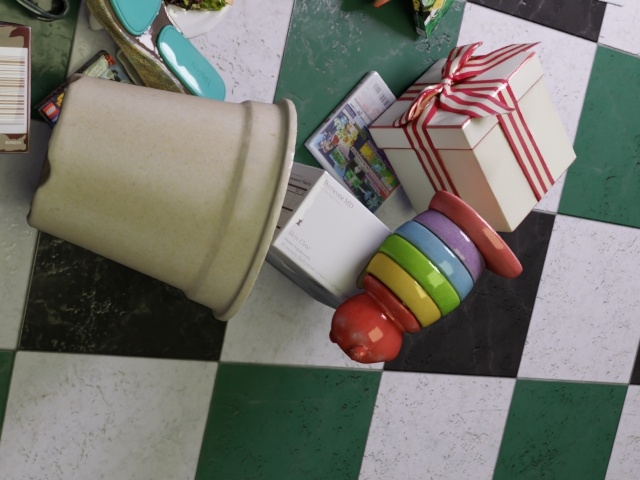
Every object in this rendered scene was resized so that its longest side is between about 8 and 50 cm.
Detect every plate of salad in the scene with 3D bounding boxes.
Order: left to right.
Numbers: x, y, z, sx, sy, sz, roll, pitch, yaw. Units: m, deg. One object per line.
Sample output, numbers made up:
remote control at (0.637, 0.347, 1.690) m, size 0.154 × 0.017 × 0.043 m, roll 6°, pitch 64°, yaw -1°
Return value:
plate of salad at (-0.209, -0.407, 1.593) m, size 0.200 × 0.048 × 0.199 m, roll -9°, pitch 107°, yaw -30°

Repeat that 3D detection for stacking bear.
stacking bear at (0.138, 0.075, 1.629) m, size 0.289 × 0.175 × 0.164 m, roll -44°, pitch 124°, yaw -7°

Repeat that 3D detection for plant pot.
plant pot at (-0.234, -0.085, 1.473) m, size 0.306 × 0.334 × 0.333 m, roll 16°, pitch 93°, yaw -16°

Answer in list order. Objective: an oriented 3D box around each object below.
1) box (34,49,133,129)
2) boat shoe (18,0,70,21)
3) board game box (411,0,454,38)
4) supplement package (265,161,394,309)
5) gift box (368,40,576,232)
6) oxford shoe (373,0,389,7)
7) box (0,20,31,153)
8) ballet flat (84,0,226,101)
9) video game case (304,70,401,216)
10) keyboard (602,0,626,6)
box at (-0.346, -0.207, 1.569) m, size 0.137 × 0.027 × 0.094 m, roll -44°, pitch 122°, yaw -15°
boat shoe at (-0.440, -0.401, 1.429) m, size 0.095 × 0.079 × 0.254 m, roll -41°, pitch 119°, yaw -8°
board game box at (0.243, -0.488, 1.826) m, size 0.259 × 0.030 × 0.136 m, roll -55°, pitch 164°, yaw -9°
supplement package at (0.000, 0.000, 1.734) m, size 0.262 × 0.204 × 0.145 m, roll 39°, pitch 80°, yaw -33°
gift box at (0.280, -0.190, 1.808) m, size 0.255 × 0.276 × 0.258 m, roll -49°, pitch 121°, yaw -31°
oxford shoe at (0.153, -0.515, 1.783) m, size 0.098 × 0.097 × 0.271 m, roll 38°, pitch 76°, yaw -13°
box at (-0.489, -0.208, 1.373) m, size 0.167 × 0.203 × 0.168 m, roll -4°, pitch 104°, yaw -31°
ballet flat at (-0.271, -0.310, 1.537) m, size 0.123 × 0.123 × 0.348 m, roll -46°, pitch 127°, yaw -14°
video game case at (0.089, -0.166, 1.858) m, size 0.183 × 0.023 × 0.201 m, roll -49°, pitch 123°, yaw -13°
keyboard at (0.515, -0.516, 2.047) m, size 0.256 × 0.014 × 0.072 m, roll 4°, pitch 105°, yaw -33°
